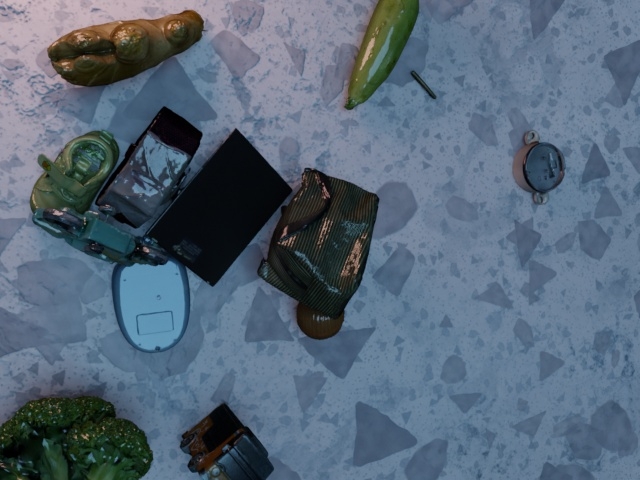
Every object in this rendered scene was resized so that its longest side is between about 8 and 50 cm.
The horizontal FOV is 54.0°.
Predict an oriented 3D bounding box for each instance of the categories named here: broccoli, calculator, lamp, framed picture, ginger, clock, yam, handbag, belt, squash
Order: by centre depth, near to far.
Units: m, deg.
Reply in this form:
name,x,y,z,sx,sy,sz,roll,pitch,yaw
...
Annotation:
name,x,y,z,sx,sy,sz,roll,pitch,yaw
broccoli,-0.593,0.520,1.429,0.413,0.321,0.310,-3,66,-16
ginger,-0.431,-0.467,1.432,0.375,0.236,0.166,-40,89,-15
belt,-0.395,-0.163,1.496,0.164,0.184,0.289,36,85,-23
handbag,0.000,0.000,1.578,0.240,0.247,0.340,23,53,-6
calculator,-0.424,0.133,1.581,0.188,0.042,0.302,-7,96,-17
framed picture,-0.244,-0.076,1.585,0.338,0.014,0.255,-52,132,-8
lamp,0.001,0.198,1.679,0.136,0.136,0.136,-1,95,-18
squash,0.165,-0.516,1.688,0.118,0.118,0.370,24,88,-19
yam,0.294,-0.443,1.790,0.107,0.014,0.014,44,81,-16
clock,0.666,-0.221,1.905,0.156,0.063,0.229,-13,99,-16

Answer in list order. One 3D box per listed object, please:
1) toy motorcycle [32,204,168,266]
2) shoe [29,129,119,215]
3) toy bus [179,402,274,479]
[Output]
name,x,y,z,sx,sy,sz,roll,pitch,yaw
toy motorcycle,-0.508,-0.010,1.454,0.296,0.198,0.109,29,70,-39
shoe,-0.583,-0.154,1.476,0.140,0.128,0.262,37,80,-3
toy bus,-0.233,0.527,1.553,0.167,0.275,0.138,-38,104,-13
